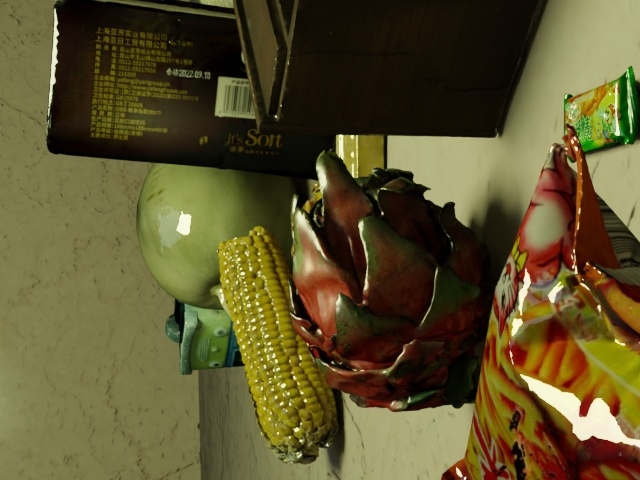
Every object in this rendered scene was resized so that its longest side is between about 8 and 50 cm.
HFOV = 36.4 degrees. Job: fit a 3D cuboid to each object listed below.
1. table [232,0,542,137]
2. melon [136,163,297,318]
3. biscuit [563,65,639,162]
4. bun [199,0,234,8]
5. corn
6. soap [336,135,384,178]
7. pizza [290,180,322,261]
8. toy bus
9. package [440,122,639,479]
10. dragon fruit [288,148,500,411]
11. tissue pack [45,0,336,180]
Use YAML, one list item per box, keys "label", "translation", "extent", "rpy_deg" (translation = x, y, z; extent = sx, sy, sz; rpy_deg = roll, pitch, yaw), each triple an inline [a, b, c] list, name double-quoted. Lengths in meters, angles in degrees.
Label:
- label: "table"
  translation: [0.049, -0.262, 0.733]
  extent: [0.251, 0.196, 0.282]
  rpy_deg: [-102, 18, -44]
- label: "melon"
  translation: [-0.153, -0.033, 1.471]
  extent: [0.308, 0.271, 0.272]
  rpy_deg: [-103, 17, -60]
- label: "biscuit"
  translation: [0.170, -0.075, 0.601]
  extent: [0.089, 0.016, 0.046]
  rpy_deg: [169, 101, -77]
- label: "bun"
  translation: [-0.096, -0.440, 1.429]
  extent: [0.273, 0.168, 0.273]
  rpy_deg: [172, 90, -66]
- label: "corn"
  translation: [-0.055, 0.134, 1.273]
  extent: [0.115, 0.115, 0.318]
  rpy_deg: [129, 125, -69]
- label: "soap"
  translation: [0.045, -0.155, 1.091]
  extent: [0.092, 0.037, 0.252]
  rpy_deg: [-179, 89, -76]
- label: "pizza"
  translation: [0.000, 0.000, 1.217]
  extent: [0.226, 0.069, 0.147]
  rpy_deg: [122, 148, -66]
- label: "toy bus"
  translation: [-0.171, 0.067, 1.667]
  extent: [0.152, 0.190, 0.312]
  rpy_deg: [104, 161, -44]
- label: "package"
  translation: [0.152, 0.114, 0.503]
  extent: [0.223, 0.108, 0.288]
  rpy_deg: [-114, 19, -49]
- label: "dragon fruit"
  translation: [0.055, 0.039, 0.768]
  extent: [0.182, 0.182, 0.189]
  rpy_deg: [150, 130, -75]
- label: "tissue pack"
  translation: [-0.154, -0.201, 1.239]
  extent: [0.198, 0.369, 0.210]
  rpy_deg: [-138, 55, -71]
